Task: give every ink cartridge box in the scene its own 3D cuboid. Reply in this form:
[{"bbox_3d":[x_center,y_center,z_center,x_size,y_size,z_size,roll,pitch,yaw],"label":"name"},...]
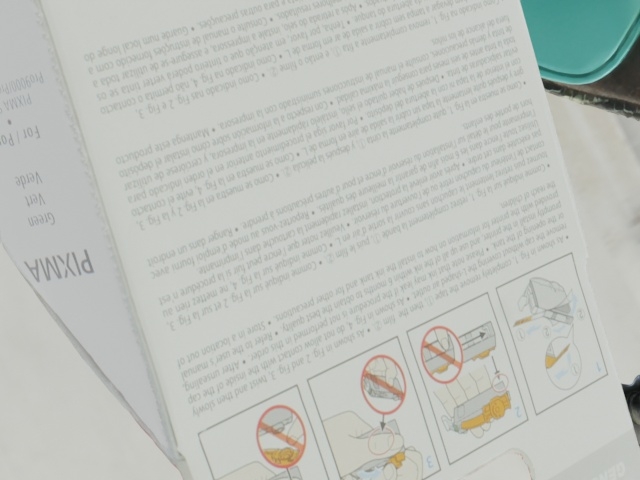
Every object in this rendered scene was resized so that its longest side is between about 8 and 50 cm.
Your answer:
[{"bbox_3d":[0.000,0.000,0.536,0.056,0.181,0.225,-7,-78,48],"label":"ink cartridge box"}]

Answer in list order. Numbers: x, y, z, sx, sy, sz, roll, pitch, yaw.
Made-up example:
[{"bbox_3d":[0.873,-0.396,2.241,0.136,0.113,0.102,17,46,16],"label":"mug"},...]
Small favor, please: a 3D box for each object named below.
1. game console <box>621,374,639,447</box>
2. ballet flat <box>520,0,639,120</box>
[{"bbox_3d":[0.146,0.072,0.794,0.107,0.071,0.122,9,-33,31],"label":"game console"},{"bbox_3d":[0.214,-0.145,1.065,0.483,0.182,0.164,28,-66,3],"label":"ballet flat"}]
